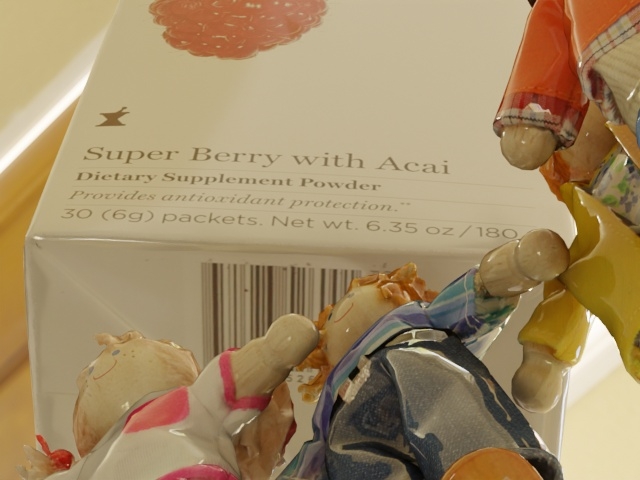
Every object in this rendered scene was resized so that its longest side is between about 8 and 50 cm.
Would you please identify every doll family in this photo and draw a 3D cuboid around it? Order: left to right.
[{"bbox_3d":[0.041,0.025,0.449,0.118,0.263,0.163,44,10,-19],"label":"doll family"}]

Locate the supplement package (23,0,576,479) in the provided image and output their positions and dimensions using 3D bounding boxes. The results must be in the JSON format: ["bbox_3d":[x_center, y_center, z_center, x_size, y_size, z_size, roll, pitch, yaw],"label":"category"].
[{"bbox_3d":[0.000,0.000,0.713,0.177,0.175,0.293,2,31,2],"label":"supplement package"}]
